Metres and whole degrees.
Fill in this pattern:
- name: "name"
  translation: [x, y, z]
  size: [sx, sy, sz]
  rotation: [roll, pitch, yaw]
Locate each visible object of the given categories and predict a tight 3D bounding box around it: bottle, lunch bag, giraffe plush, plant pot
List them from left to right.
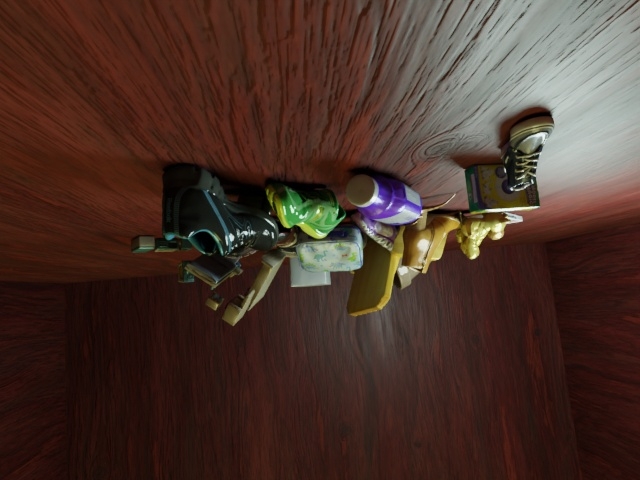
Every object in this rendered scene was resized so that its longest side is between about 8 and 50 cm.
- name: "lunch bag"
  translation: [0.033, 0.025, 1.367]
  size: [0.218, 0.090, 0.176]
  rotation: [-4, 143, 9]
- name: "bottle"
  translation: [0.149, -0.095, 0.965]
  size: [0.118, 0.092, 0.282]
  rotation: [-10, 171, 29]
- name: "plant pot"
  translation: [0.426, 0.073, 2.018]
  size: [0.229, 0.263, 0.263]
  rotation: [-28, 175, -6]
- name: "giraffe plush"
  translation: [0.605, -0.051, 1.527]
  size: [0.170, 0.182, 0.210]
  rotation: [-16, 137, 5]

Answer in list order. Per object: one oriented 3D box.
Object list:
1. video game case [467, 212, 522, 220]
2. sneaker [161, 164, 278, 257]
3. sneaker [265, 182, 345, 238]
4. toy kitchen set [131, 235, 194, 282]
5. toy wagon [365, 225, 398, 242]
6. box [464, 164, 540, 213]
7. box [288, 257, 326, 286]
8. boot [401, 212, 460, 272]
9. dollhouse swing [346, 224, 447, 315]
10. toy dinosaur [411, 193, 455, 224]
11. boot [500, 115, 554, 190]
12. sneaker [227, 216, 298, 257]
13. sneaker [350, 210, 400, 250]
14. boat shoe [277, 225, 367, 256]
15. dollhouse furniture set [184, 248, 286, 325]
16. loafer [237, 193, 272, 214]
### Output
- name: "video game case"
  translation: [0.703, -0.084, 1.736]
  size: [0.204, 0.025, 0.285]
  rotation: [-11, 170, 42]
- name: "sneaker"
  translation: [-0.206, -0.022, 0.861]
  size: [0.124, 0.140, 0.340]
  rotation: [-7, 160, 26]
- name: "sneaker"
  translation: [-0.030, -0.088, 0.970]
  size: [0.123, 0.110, 0.295]
  rotation: [-34, 160, 16]
- name: "toy kitchen set"
  translation: [-0.567, 0.074, 1.501]
  size: [0.207, 0.166, 0.122]
  rotation: [0, 172, -36]
- name: "toy wagon"
  translation: [0.331, -0.024, 1.770]
  size: [0.344, 0.068, 0.267]
  rotation: [-9, 172, 27]
- name: "box"
  translation: [0.423, -0.118, 0.933]
  size: [0.179, 0.105, 0.043]
  rotation: [-4, 174, -14]
- name: "box"
  translation: [-0.049, 0.117, 2.035]
  size: [0.168, 0.215, 0.345]
  rotation: [-5, 172, 5]
- name: "boot"
  translation: [0.378, 0.009, 1.434]
  size: [0.295, 0.212, 0.104]
  rotation: [6, -176, -43]
- name: "dollhouse swing"
  translation: [0.295, 0.140, 1.621]
  size: [0.314, 0.305, 0.347]
  rotation: [7, 160, -22]
- name: "toy dinosaur"
  translation: [0.292, -0.089, 1.238]
  size: [0.211, 0.064, 0.112]
  rotation: [-6, 172, 4]
- name: "boot"
  translation: [0.369, -0.148, 0.728]
  size: [0.069, 0.086, 0.190]
  rotation: [-7, 173, 14]
- name: "sneaker"
  translation: [-0.211, -0.024, 1.327]
  size: [0.281, 0.107, 0.162]
  rotation: [-13, 166, -4]
- name: "sneaker"
  translation: [0.192, -0.056, 1.375]
  size: [0.236, 0.105, 0.095]
  rotation: [30, -170, -46]
- name: "boat shoe"
  translation: [0.000, 0.000, 1.493]
  size: [0.340, 0.127, 0.158]
  rotation: [-7, 166, 4]
- name: "dollhouse furniture set"
  translation: [-0.324, 0.081, 1.419]
  size: [0.303, 0.198, 0.286]
  rotation: [32, -160, 5]
- name: "loafer"
  translation: [-0.184, -0.064, 1.075]
  size: [0.084, 0.096, 0.267]
  rotation: [16, 160, -13]
